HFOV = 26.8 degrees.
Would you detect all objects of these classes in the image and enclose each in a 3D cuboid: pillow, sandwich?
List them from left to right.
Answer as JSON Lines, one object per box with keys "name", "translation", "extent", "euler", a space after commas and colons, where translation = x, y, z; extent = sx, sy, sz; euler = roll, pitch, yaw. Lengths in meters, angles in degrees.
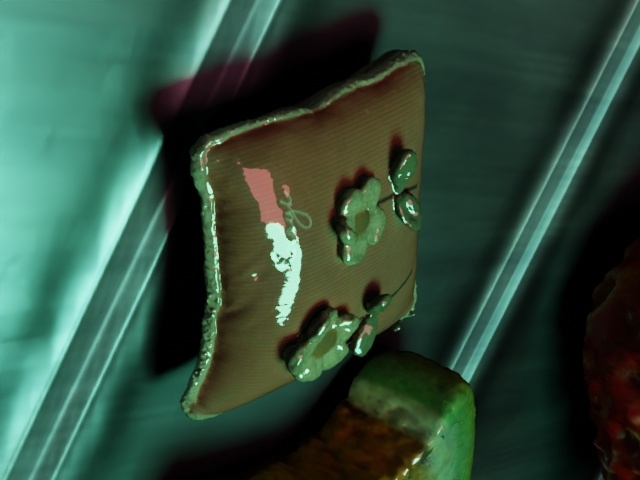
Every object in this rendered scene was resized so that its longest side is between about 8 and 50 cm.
{"name": "pillow", "translation": [0.000, 0.000, 0.718], "extent": [0.171, 0.075, 0.179], "euler": [-27, 133, -38]}
{"name": "sandwich", "translation": [0.013, 0.222, 0.825], "extent": [0.301, 0.162, 0.250], "euler": [-19, 124, -48]}

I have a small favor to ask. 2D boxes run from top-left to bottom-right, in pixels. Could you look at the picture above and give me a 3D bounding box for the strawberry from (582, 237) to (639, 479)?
{"name": "strawberry", "translation": [0.339, 0.126, 1.119], "extent": [0.317, 0.295, 0.345], "euler": [-45, 112, 7]}
